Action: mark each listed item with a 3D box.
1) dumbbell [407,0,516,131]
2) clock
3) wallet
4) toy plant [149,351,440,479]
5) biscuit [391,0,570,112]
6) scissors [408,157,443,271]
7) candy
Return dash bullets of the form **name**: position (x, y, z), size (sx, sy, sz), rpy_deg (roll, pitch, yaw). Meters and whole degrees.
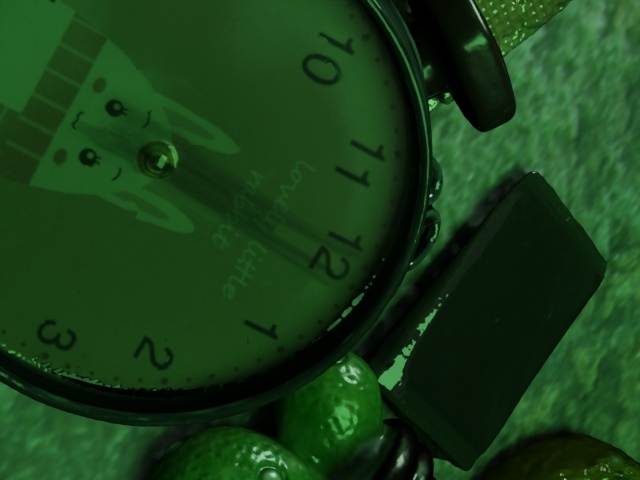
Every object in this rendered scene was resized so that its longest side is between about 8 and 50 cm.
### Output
- **dumbbell**: position (0.023, -0.106, 1.255), size (0.225, 0.124, 0.140), rpy_deg (-25, 123, -1)
- **clock**: position (-0.111, -0.055, 1.143), size (0.386, 0.076, 0.386), rpy_deg (-1, 109, -3)
- **wallet**: position (0.151, 0.070, 1.507), size (0.245, 0.052, 0.168), rpy_deg (-51, 128, -13)
- **toy plant**: position (-0.006, 0.210, 1.391), size (0.235, 0.175, 0.218), rpy_deg (46, 72, -10)
- **biscuit**: position (0.150, -0.214, 1.377), size (0.239, 0.062, 0.108), rpy_deg (-39, 126, -15)
- **scissors**: position (0.000, 0.000, 1.342), size (0.300, 0.022, 0.109), rpy_deg (-18, 118, -45)
- **candy**: position (0.231, 0.312, 1.622), size (0.259, 0.118, 0.260), rpy_deg (-10, 109, -30)
